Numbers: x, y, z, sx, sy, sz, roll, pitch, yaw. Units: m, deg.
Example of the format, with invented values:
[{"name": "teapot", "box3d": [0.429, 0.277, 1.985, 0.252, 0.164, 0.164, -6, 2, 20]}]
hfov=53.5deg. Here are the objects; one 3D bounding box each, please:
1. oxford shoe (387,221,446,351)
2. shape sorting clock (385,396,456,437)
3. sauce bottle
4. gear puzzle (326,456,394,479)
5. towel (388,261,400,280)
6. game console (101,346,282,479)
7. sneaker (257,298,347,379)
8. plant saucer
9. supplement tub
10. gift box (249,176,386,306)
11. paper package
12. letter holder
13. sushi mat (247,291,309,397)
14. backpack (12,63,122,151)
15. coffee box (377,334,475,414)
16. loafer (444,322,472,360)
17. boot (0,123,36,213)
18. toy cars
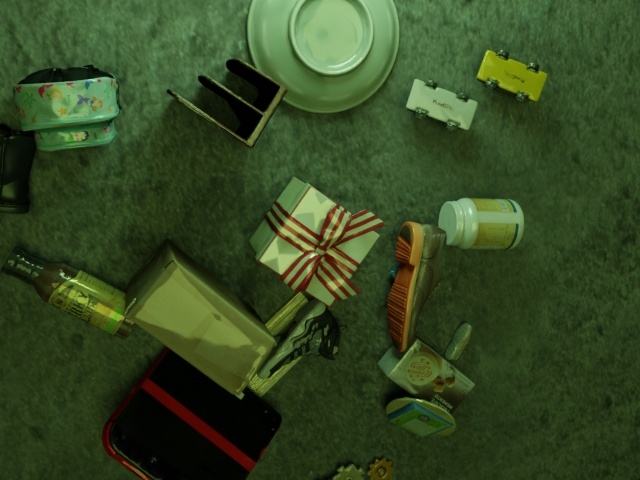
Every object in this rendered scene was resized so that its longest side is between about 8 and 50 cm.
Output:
[{"name": "oxford shoe", "box3d": [0.273, 0.134, 1.750, 0.132, 0.130, 0.364, 5, 102, -20]}, {"name": "shape sorting clock", "box3d": [0.292, 0.515, 1.854, 0.206, 0.206, 0.040, 32, 50, -18]}, {"name": "sauce bottle", "box3d": [-0.613, 0.127, 1.579, 0.344, 0.111, 0.111, 29, 94, -16]}, {"name": "gear puzzle", "box3d": [0.071, 0.759, 1.919, 0.339, 0.044, 0.175, -34, 106, -7]}, {"name": "towel", "box3d": [0.255, 0.112, 1.820, 0.067, 0.029, 0.119, -44, 107, 1]}, {"name": "game console", "box3d": [-0.330, 0.495, 1.666, 0.386, 0.060, 0.342, 42, 58, -10]}, {"name": "sneaker", "box3d": [-0.043, 0.300, 1.733, 0.153, 0.101, 0.268, 42, 88, -17]}, {"name": "plant saucer", "box3d": [0.019, -0.520, 1.589, 0.400, 0.100, 0.400, -3, 102, -12]}, {"name": "supplement tub", "box3d": [0.445, -0.046, 1.769, 0.199, 0.144, 0.144, 1, 102, -13]}, {"name": "gift box", "box3d": [0.000, 0.000, 1.616, 0.276, 0.258, 0.255, 29, 95, -16]}, {"name": "paper package", "box3d": [-0.299, 0.178, 1.558, 0.325, 0.309, 0.168, 41, 87, -18]}, {"name": "letter holder", "box3d": [-0.226, -0.341, 1.464, 0.214, 0.302, 0.152, 31, 94, -17]}, {"name": "sushi mat", "box3d": [-0.123, 0.300, 1.779, 0.316, 0.019, 0.151, -44, 109, -1]}, {"name": "backpack", "box3d": [-0.559, -0.299, 1.417, 0.225, 0.253, 0.191, -8, 103, -14]}, {"name": "coffee box", "box3d": [0.309, 0.390, 1.858, 0.246, 0.098, 0.141, 39, 91, -18]}, {"name": "loafer", "box3d": [0.417, 0.303, 1.898, 0.039, 0.045, 0.125, 22, 104, -34]}, {"name": "boot", "box3d": [-0.794, -0.176, 1.474, 0.246, 0.094, 0.207, 5, 105, -21]}, {"name": "toy cars", "box3d": [0.412, -0.402, 1.718, 0.393, 0.087, 0.176, -23, 101, -4]}]
